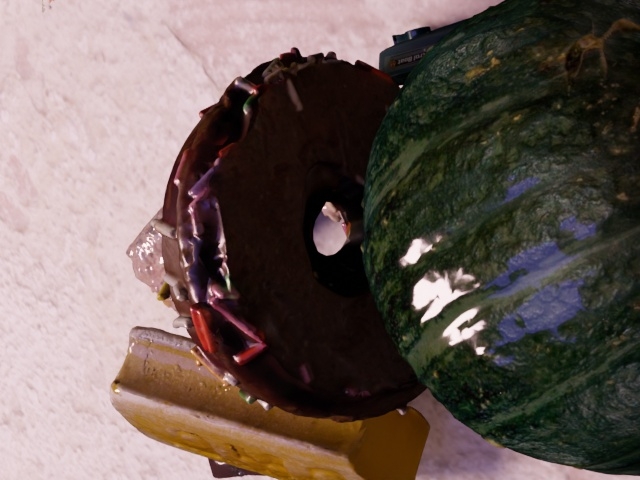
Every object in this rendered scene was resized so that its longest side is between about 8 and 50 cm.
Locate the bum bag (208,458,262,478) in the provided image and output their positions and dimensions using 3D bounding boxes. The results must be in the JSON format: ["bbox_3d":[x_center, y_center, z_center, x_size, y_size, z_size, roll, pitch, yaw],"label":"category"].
[{"bbox_3d":[-0.059,0.183,1.102,0.159,0.026,0.109,-7,103,35],"label":"bum bag"}]

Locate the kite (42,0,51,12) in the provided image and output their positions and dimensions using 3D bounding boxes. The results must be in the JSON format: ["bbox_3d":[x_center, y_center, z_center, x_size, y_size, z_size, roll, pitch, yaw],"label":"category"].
[{"bbox_3d":[-0.245,-0.334,1.062,0.222,0.008,0.125,-38,81,42],"label":"kite"}]

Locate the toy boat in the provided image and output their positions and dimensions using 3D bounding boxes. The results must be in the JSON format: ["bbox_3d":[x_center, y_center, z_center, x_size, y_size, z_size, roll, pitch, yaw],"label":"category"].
[{"bbox_3d":[0.110,-0.137,0.814,0.141,0.055,0.060,-9,93,42],"label":"toy boat"}]

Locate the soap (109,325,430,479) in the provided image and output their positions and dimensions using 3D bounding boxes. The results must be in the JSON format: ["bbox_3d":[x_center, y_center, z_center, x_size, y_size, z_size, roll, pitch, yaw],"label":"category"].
[{"bbox_3d":[-0.037,0.157,0.963,0.258,0.080,0.160,14,160,13],"label":"soap"}]

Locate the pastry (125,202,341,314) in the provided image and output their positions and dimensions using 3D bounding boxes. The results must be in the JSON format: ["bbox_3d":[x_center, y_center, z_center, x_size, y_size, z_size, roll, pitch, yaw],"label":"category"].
[{"bbox_3d":[-0.074,-0.027,0.976,0.265,0.103,0.112,-29,105,36],"label":"pastry"}]

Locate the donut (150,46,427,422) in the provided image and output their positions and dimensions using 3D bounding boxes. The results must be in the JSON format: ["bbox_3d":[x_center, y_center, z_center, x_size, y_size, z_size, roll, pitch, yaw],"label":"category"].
[{"bbox_3d":[0.000,0.000,0.789,0.103,0.270,0.269,-13,98,51],"label":"donut"}]

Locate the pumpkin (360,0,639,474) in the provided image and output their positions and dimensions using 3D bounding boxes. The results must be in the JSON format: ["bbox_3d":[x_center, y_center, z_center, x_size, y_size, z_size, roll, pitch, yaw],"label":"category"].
[{"bbox_3d":[0.142,-0.013,0.670,0.263,0.197,0.292,-35,56,46],"label":"pumpkin"}]
